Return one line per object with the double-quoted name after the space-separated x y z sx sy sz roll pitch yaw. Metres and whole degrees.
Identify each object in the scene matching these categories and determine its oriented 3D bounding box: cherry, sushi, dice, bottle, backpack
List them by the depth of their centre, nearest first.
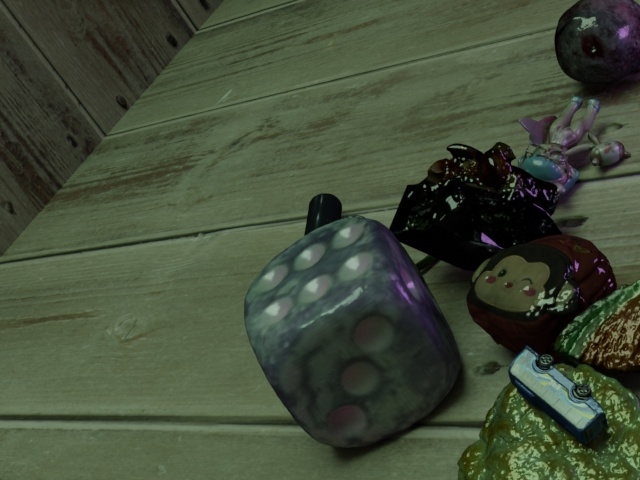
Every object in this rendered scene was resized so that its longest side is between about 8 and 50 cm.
0.352 0.081 1.873 0.229 0.139 0.229 -20 33 14 "backpack"
0.052 0.147 1.960 0.270 0.271 0.270 -30 28 10 "dice"
0.279 -0.058 2.075 0.212 0.215 0.227 -65 13 -10 "sushi"
0.550 -0.392 2.366 0.195 0.195 0.195 -26 29 16 "cherry"
0.000 0.000 2.467 0.244 0.072 0.082 -82 17 -55 "bottle"

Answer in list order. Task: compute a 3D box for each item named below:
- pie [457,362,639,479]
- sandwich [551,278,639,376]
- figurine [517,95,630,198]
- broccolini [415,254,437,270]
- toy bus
0.319 0.287 1.634 0.257 0.105 0.274 15 55 45 "pie"
0.446 0.148 1.723 0.184 0.109 0.160 -37 47 -8 "sandwich"
0.459 -0.163 2.214 0.205 0.103 0.260 23 53 17 "figurine"
0.116 0.087 2.233 0.239 0.051 0.054 -35 18 -4 "broccolini"
0.317 0.206 1.620 0.061 0.051 0.153 -39 50 -14 "toy bus"
